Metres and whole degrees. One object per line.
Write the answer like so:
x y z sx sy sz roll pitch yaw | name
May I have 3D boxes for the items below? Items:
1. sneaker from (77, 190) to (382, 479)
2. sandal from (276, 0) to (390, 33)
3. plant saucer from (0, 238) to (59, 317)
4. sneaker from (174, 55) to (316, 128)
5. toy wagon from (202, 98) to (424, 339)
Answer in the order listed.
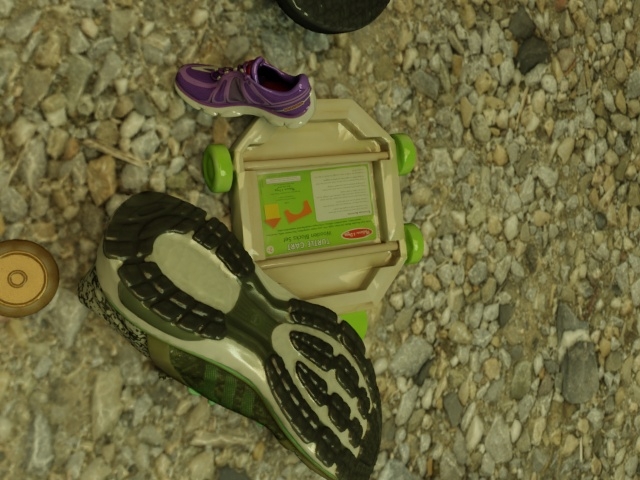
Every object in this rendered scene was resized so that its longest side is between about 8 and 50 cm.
-0.093 0.126 0.718 0.410 0.182 0.158 46 46 -18 | sneaker
0.044 -0.414 0.823 0.167 0.107 0.445 47 56 -36 | sandal
-0.318 0.040 0.688 0.084 0.015 0.083 1 89 -26 | plant saucer
-0.085 -0.182 0.740 0.170 0.071 0.068 11 56 12 | sneaker
0.000 0.000 0.814 0.267 0.068 0.344 -7 93 -25 | toy wagon
